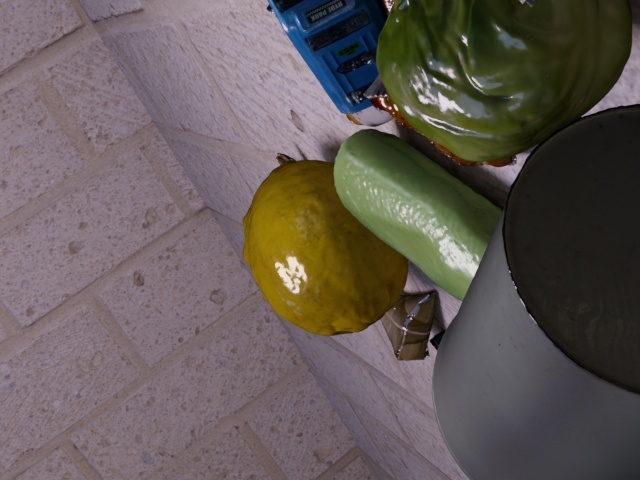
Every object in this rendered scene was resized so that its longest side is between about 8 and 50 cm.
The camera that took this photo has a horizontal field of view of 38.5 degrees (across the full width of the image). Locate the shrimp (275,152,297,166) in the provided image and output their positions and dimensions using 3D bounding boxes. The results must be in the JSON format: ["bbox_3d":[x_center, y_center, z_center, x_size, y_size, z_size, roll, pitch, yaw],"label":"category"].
[{"bbox_3d":[0.000,-0.087,1.784,0.236,0.053,0.133,52,169,-2],"label":"shrimp"}]

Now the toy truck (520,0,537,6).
[{"bbox_3d":[0.192,-0.199,0.563,0.081,0.175,0.067,48,166,1],"label":"toy truck"}]

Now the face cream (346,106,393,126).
[{"bbox_3d":[0.078,-0.194,1.244,0.072,0.051,0.182,52,168,-7],"label":"face cream"}]

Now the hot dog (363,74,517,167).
[{"bbox_3d":[0.134,-0.131,1.020,0.191,0.059,0.108,25,-176,-23],"label":"hot dog"}]

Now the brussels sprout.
[{"bbox_3d":[0.142,-0.173,0.743,0.161,0.223,0.223,12,-159,-43],"label":"brussels sprout"}]

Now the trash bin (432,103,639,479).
[{"bbox_3d":[0.257,0.096,0.853,0.280,0.280,0.432,49,164,22],"label":"trash bin"}]

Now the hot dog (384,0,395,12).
[{"bbox_3d":[0.111,-0.198,0.892,0.144,0.038,0.062,56,172,0],"label":"hot dog"}]

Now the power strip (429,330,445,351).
[{"bbox_3d":[0.251,0.220,1.718,0.111,0.029,0.038,51,166,6],"label":"power strip"}]

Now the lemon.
[{"bbox_3d":[0.003,0.005,1.551,0.316,0.285,0.285,62,167,1],"label":"lemon"}]

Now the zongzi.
[{"bbox_3d":[0.163,0.117,1.720,0.160,0.078,0.176,-119,29,-47],"label":"zongzi"}]

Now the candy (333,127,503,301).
[{"bbox_3d":[0.154,-0.035,1.221,0.343,0.131,0.142,41,141,40],"label":"candy"}]

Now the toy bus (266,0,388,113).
[{"bbox_3d":[0.018,-0.247,1.019,0.134,0.113,0.246,69,-170,21],"label":"toy bus"}]
